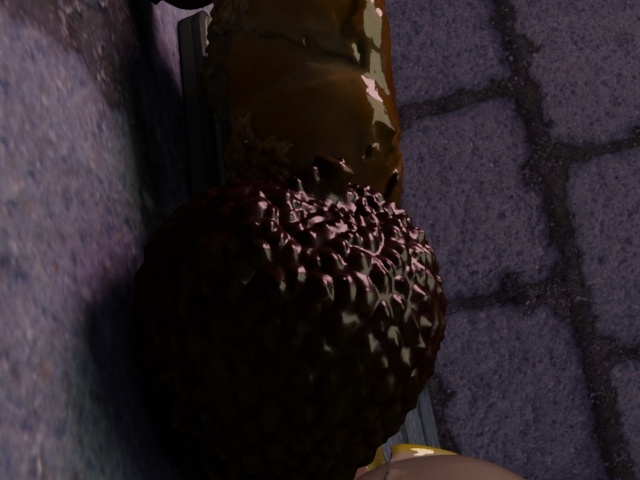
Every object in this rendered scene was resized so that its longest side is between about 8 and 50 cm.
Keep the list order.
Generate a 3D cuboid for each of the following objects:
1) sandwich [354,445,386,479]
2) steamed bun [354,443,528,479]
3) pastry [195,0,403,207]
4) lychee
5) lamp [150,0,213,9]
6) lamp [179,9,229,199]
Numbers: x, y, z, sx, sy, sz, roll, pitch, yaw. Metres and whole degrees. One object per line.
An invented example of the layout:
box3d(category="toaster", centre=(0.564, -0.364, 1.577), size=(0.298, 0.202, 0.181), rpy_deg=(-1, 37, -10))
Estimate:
box3d(category="sandwich", centre=(0.052, 0.311, 1.383), size=(0.193, 0.058, 0.163), rpy_deg=(30, 46, -76))
box3d(category="steamed bun", centre=(0.128, 0.376, 0.950), size=(0.374, 0.333, 0.334), rpy_deg=(-82, 158, -81))
box3d(category="pastry", centre=(-0.029, -0.138, 0.896), size=(0.255, 0.161, 0.311), rpy_deg=(151, -69, -73))
box3d(category="lychee", centre=(-0.027, 0.068, 0.715), size=(0.236, 0.235, 0.271), rpy_deg=(-35, 137, -81))
box3d(category="lamp", centre=(-0.134, -0.263, 0.921), size=(0.101, 0.090, 0.101), rpy_deg=(45, -11, 11))
box3d(category="lamp", centre=(-0.081, -0.084, 1.100), size=(0.266, 0.047, 0.269), rpy_deg=(49, 29, -59))
